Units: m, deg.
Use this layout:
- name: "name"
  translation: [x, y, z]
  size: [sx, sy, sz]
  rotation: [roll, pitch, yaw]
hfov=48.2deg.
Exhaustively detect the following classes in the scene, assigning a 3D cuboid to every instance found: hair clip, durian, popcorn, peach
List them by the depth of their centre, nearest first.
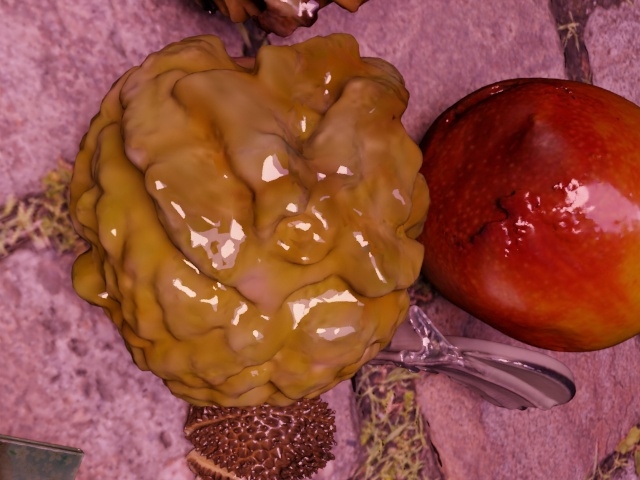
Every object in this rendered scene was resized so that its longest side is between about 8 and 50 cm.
- name: "popcorn"
  translation: [-0.031, -0.024, 0.448]
  size: [0.259, 0.212, 0.258]
  rotation: [3, 77, -12]
- name: "durian"
  translation: [-0.031, 0.153, 0.554]
  size: [0.140, 0.071, 0.110]
  rotation: [18, 85, -36]
- name: "peach"
  translation: [0.180, -0.021, 0.572]
  size: [0.231, 0.231, 0.230]
  rotation: [-3, 96, -31]
- name: "hair clip"
  translation: [0.132, 0.114, 0.607]
  size: [0.220, 0.140, 0.054]
  rotation: [26, 65, -30]

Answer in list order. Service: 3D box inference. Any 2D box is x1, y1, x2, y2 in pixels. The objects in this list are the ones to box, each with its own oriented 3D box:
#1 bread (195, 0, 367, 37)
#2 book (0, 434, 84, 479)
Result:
- name: "bread"
  translation: [-0.016, -0.311, 0.465]
  size: [0.277, 0.167, 0.324]
  rotation: [47, 71, -25]
- name: "book"
  translation: [-0.227, 0.194, 0.466]
  size: [0.103, 0.017, 0.134]
  rotation: [23, 82, -31]
